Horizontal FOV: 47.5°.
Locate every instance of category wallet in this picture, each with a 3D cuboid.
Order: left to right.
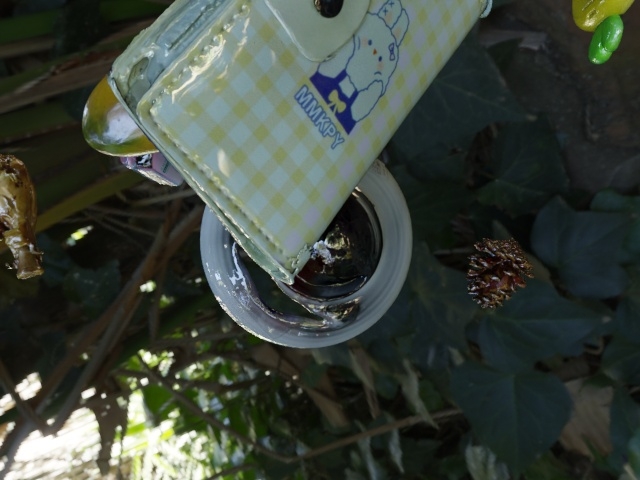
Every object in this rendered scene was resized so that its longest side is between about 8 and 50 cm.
[{"bbox_3d":[0.005,-0.149,0.558,0.077,0.309,0.223,20,157,42],"label":"wallet"}]

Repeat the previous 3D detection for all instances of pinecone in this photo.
[{"bbox_3d":[0.271,0.050,1.106,0.102,0.102,0.109,40,129,48],"label":"pinecone"}]

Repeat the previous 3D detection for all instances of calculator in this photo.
[{"bbox_3d":[0.296,-0.300,0.743,0.146,0.032,0.235,107,171,-86],"label":"calculator"}]

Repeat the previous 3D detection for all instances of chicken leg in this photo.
[{"bbox_3d":[-0.453,-0.040,1.062,0.101,0.085,0.208,104,144,-67],"label":"chicken leg"}]

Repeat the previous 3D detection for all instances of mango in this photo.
[{"bbox_3d":[-0.169,-0.172,0.845,0.151,0.221,0.120,-102,-9,-53],"label":"mango"}]

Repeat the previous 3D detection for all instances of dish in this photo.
[{"bbox_3d":[0.000,0.000,0.865,0.134,0.273,0.273,-179,69,-75],"label":"dish"}]

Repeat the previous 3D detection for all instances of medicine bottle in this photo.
[{"bbox_3d":[-0.358,-0.198,1.535,0.094,0.119,0.188,14,171,25],"label":"medicine bottle"}]
